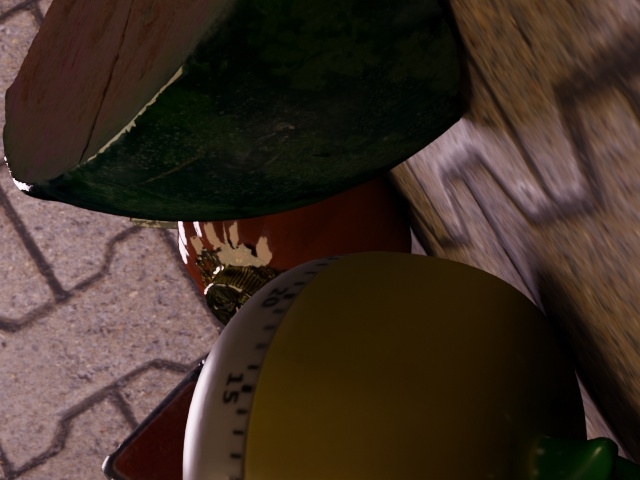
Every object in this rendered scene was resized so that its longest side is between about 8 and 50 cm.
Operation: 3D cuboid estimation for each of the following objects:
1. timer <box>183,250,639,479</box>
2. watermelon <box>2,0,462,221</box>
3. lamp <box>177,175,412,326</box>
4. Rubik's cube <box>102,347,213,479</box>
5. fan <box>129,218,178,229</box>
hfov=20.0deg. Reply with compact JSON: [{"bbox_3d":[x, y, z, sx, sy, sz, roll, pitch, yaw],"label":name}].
[{"bbox_3d":[0.083,0.136,1.092,0.285,0.285,0.285,59,178,4],"label":"timer"},{"bbox_3d":[-0.016,-0.103,1.005,0.222,0.319,0.292,22,-155,-28],"label":"watermelon"},{"bbox_3d":[-0.024,-0.002,1.629,0.223,0.196,0.223,22,143,18],"label":"lamp"},{"bbox_3d":[0.017,0.278,1.891,0.313,0.318,0.316,31,158,38],"label":"Rubik's cube"},{"bbox_3d":[-0.042,-0.028,1.770,0.294,0.012,0.223,27,137,8],"label":"fan"}]
